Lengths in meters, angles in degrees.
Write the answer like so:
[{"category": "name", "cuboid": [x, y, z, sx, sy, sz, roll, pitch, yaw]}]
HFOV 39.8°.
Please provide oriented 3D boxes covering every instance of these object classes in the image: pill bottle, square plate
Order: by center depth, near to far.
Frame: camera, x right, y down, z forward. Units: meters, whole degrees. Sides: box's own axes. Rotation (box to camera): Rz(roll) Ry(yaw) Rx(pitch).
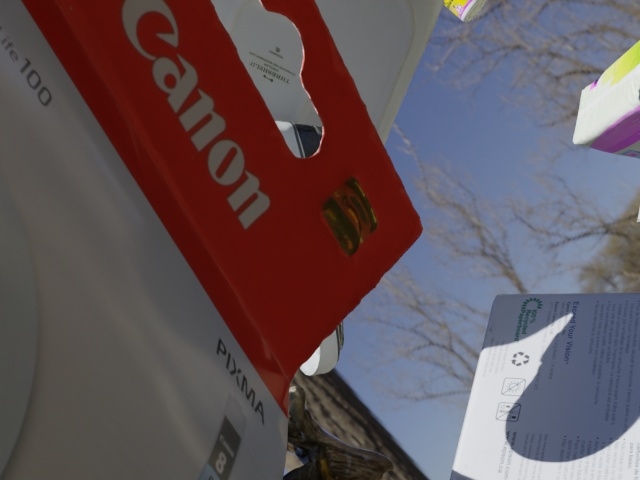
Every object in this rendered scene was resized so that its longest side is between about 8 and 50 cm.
[{"category": "square plate", "cuboid": [-0.058, -0.165, 0.824, 0.347, 0.049, 0.344, 24, -94, -29]}, {"category": "pill bottle", "cuboid": [0.170, -0.322, 1.133, 0.043, 0.083, 0.043, -43, -12, -11]}]

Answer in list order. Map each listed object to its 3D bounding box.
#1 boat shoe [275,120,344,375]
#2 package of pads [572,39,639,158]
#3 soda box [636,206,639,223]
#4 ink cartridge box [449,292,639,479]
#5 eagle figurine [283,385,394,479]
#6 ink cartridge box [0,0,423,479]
[{"category": "boat shoe", "cuboid": [0.000, 0.000, 0.725, 0.070, 0.220, 0.078, -1, -21, -23]}, {"category": "package of pads", "cuboid": [0.467, -0.161, 1.081, 0.296, 0.229, 0.101, 90, -168, -85]}, {"category": "soda box", "cuboid": [0.527, -0.025, 1.182, 0.286, 0.091, 0.098, 26, -106, -45]}, {"category": "ink cartridge box", "cuboid": [0.276, 0.176, 0.715, 0.071, 0.330, 0.324, 65, -145, -36]}, {"category": "eagle figurine", "cuboid": [-0.085, 0.236, 0.567, 0.298, 0.225, 0.226, -51, -13, -19]}, {"category": "ink cartridge box", "cuboid": [-0.088, 0.001, 0.354, 0.385, 0.091, 0.308, -46, -58, -30]}]
